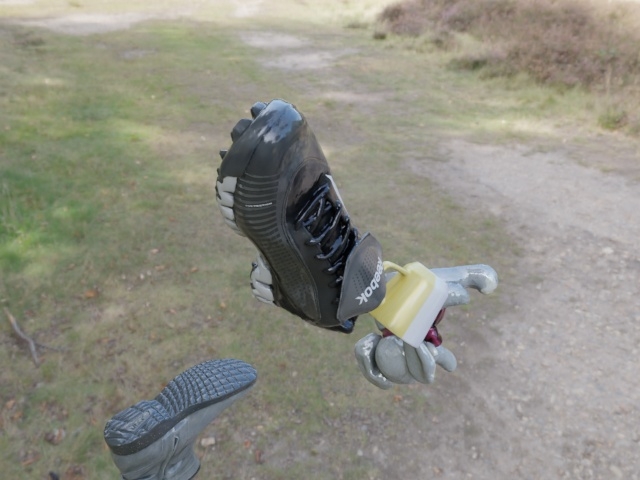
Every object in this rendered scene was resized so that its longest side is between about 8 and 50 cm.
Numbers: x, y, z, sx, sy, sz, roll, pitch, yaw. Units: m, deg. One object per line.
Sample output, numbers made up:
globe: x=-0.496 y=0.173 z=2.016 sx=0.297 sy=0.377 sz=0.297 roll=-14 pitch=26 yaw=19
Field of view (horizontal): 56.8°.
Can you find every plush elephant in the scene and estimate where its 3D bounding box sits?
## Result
plush elephant: x=0.203 y=0.193 z=1.273 sx=0.330 sy=0.255 sz=0.272 roll=-2 pitch=-7 yaw=-24

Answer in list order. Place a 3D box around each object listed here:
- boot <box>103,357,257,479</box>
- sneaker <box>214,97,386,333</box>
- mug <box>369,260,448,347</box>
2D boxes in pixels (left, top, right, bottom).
boot: x=-0.205 y=0.293 z=0.907 sx=0.247 sy=0.161 sz=0.083 roll=-24 pitch=38 yaw=-31
sneaker: x=0.000 y=0.000 z=0.394 sx=0.106 sy=0.234 sz=0.078 roll=30 pitch=67 yaw=16
mug: x=0.081 y=0.053 z=0.535 sx=0.062 sy=0.064 sz=0.078 roll=39 pitch=4 yaw=26
